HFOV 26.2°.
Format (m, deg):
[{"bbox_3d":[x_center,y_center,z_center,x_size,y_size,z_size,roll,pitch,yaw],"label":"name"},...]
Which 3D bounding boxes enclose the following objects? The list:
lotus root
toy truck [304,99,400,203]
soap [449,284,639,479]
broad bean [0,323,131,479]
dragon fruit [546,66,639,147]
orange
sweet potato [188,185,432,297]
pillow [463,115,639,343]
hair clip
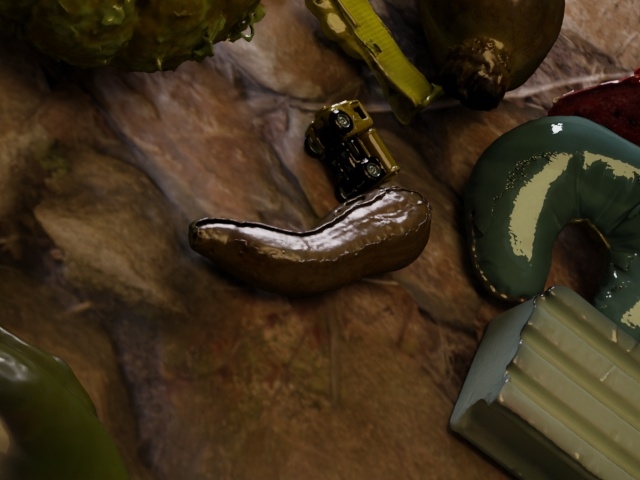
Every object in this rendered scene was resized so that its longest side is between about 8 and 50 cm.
[{"bbox_3d":[0.154,-0.247,1.311,0.173,0.173,0.309,16,50,-27],"label":"lotus root"},{"bbox_3d":[0.027,-0.080,1.193,0.054,0.049,0.083,-25,79,-43],"label":"toy truck"},{"bbox_3d":[0.246,0.165,1.167,0.261,0.094,0.150,38,54,-11],"label":"soap"},{"bbox_3d":[-0.205,0.184,0.817,0.238,0.119,0.291,-1,65,-46],"label":"broad bean"},{"bbox_3d":[0.403,-0.080,1.342,0.317,0.205,0.152,50,41,7],"label":"dragon fruit"},{"bbox_3d":[-0.168,-0.272,1.063,0.300,0.223,0.301,15,55,-21],"label":"orange"},{"bbox_3d":[0.002,0.005,1.116,0.233,0.062,0.081,-10,54,-35],"label":"sweet potato"},{"bbox_3d":[0.242,-0.010,1.257,0.233,0.086,0.214,29,63,-4],"label":"pillow"},{"bbox_3d":[0.045,-0.190,1.276,0.173,0.046,0.072,49,44,-1],"label":"hair clip"}]
